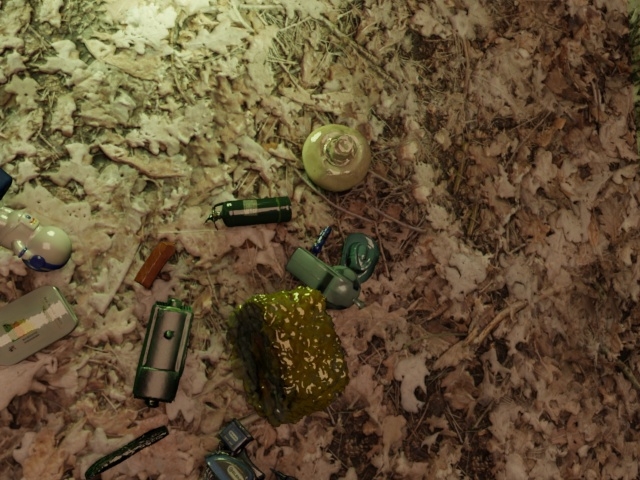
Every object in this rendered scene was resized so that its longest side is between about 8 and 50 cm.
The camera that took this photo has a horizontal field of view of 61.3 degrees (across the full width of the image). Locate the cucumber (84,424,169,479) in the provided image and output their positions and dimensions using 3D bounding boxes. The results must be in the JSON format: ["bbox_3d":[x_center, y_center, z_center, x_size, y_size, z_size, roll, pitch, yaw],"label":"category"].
[{"bbox_3d":[-0.572,0.624,1.595,0.257,0.043,0.044,-26,84,-19],"label":"cucumber"}]

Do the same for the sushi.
[{"bbox_3d":[-0.111,0.348,1.638,0.240,0.351,0.396,-13,80,-35],"label":"sushi"}]

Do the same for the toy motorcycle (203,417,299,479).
[{"bbox_3d":[-0.195,0.722,1.605,0.358,0.125,0.213,42,73,19],"label":"toy motorcycle"}]

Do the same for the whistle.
[{"bbox_3d":[0.035,0.140,1.835,0.290,0.163,0.163,36,69,24],"label":"whistle"}]

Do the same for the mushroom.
[{"bbox_3d":[0.058,-0.296,1.878,0.246,0.202,0.246,1,78,-7],"label":"mushroom"}]

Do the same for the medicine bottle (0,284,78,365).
[{"bbox_3d":[-0.860,0.258,1.532,0.296,0.111,0.161,-30,91,-19],"label":"medicine bottle"}]

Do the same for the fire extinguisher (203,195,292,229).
[{"bbox_3d":[-0.249,-0.093,1.801,0.295,0.093,0.118,-6,57,-18],"label":"fire extinguisher"}]

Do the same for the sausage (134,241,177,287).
[{"bbox_3d":[-0.516,0.067,1.699,0.065,0.065,0.169,34,72,-10],"label":"sausage"}]

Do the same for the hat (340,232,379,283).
[{"bbox_3d":[0.144,0.058,1.904,0.138,0.078,0.190,19,75,-16],"label":"hat"}]

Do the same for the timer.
[{"bbox_3d":[-0.890,-0.043,1.524,0.384,0.270,0.270,39,71,-23],"label":"timer"}]

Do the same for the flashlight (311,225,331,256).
[{"bbox_3d":[0.000,0.000,1.893,0.036,0.057,0.121,19,64,25],"label":"flashlight"}]

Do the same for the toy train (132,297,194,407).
[{"bbox_3d":[-0.464,0.335,1.609,0.139,0.178,0.330,13,78,-15],"label":"toy train"}]
